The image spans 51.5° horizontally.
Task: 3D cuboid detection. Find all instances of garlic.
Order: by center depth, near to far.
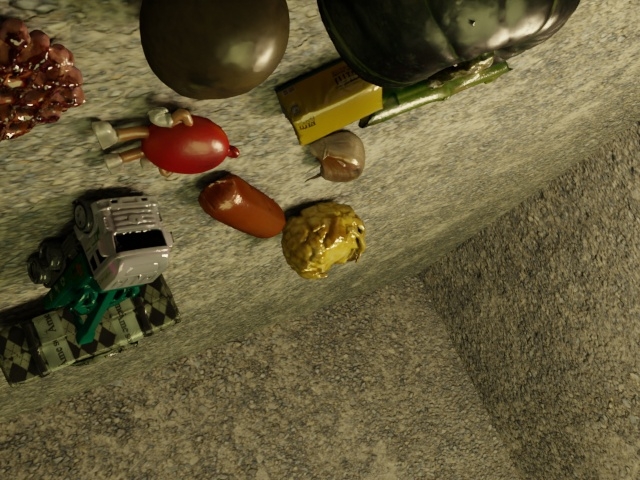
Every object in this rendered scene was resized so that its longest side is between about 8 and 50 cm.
[{"bbox_3d":[0.033,-0.175,1.475,0.129,0.090,0.198,-8,170,-7],"label":"garlic"}]

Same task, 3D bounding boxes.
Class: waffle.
[{"bbox_3d":[-0.393,-0.174,0.772,0.221,0.055,0.234,-26,171,-4],"label":"waffle"}]

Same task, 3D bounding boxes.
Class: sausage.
[{"bbox_3d":[-0.163,-0.067,1.471,0.097,0.094,0.348,-32,165,9],"label":"sausage"}]

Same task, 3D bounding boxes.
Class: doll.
[{"bbox_3d":[-0.238,-0.156,1.053,0.217,0.085,0.183,-4,160,-10],"label":"doll"}]

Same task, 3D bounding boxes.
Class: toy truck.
[{"bbox_3d":[-0.427,0.052,1.296,0.177,0.177,0.363,-10,157,-46],"label":"toy truck"}]

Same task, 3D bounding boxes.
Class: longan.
[{"bbox_3d":[-0.122,-0.244,0.763,0.187,0.167,0.167,-35,163,35],"label":"longan"}]

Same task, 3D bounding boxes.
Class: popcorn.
[{"bbox_3d":[0.000,0.000,1.810,0.250,0.189,0.250,-17,163,-5],"label":"popcorn"}]

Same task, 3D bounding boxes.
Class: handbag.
[{"bbox_3d":[-0.581,0.221,1.679,0.416,0.180,0.317,-21,178,-19],"label":"handbag"}]

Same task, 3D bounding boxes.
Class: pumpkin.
[{"bbox_3d":[0.154,-0.319,0.791,0.324,0.241,0.323,-21,-179,1],"label":"pumpkin"}]

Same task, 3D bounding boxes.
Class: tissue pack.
[{"bbox_3d":[0.019,-0.244,1.159,0.169,0.082,0.120,-25,165,-1],"label":"tissue pack"}]

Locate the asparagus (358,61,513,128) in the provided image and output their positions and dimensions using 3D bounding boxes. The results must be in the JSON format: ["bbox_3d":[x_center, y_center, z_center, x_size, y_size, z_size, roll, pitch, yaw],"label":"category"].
[{"bbox_3d":[0.220,-0.305,1.289,0.343,0.085,0.082,-24,169,-11],"label":"asparagus"}]
